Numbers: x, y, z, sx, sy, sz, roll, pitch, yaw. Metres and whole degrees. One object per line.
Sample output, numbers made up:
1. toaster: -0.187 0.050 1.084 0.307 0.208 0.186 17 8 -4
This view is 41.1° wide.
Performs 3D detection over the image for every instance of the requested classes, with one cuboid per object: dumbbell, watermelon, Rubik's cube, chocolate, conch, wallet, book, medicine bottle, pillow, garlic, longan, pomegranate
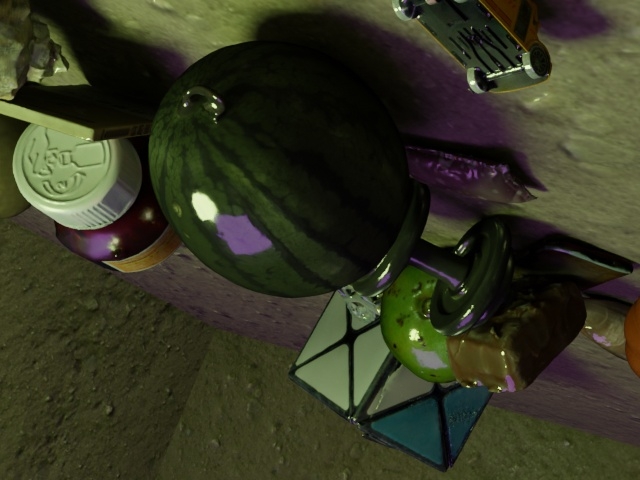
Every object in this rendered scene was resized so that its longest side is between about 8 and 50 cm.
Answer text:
1. dumbbell: 0.161 0.024 1.252 0.290 0.192 0.192 26 165 -12
2. watermelon: -0.048 -0.082 0.981 0.279 0.279 0.359 10 164 37
3. Rubik's cube: 0.171 0.263 1.803 0.305 0.307 0.310 33 176 -30
4. chocolate: 0.296 0.137 1.319 0.148 0.214 0.093 -2 116 52
5. conch: -0.444 -0.287 1.048 0.291 0.159 0.210 33 178 -22
6. wallet: 0.375 0.046 1.356 0.137 0.031 0.255 23 165 -3
7. book: -0.326 -0.186 1.209 0.217 0.021 0.310 18 -164 15
8. medicine bottle: -0.358 -0.076 1.429 0.242 0.242 0.395 20 175 4
9. pillow: 0.179 -0.086 1.115 0.185 0.043 0.118 12 166 33
10. garlic: 0.515 0.156 1.470 0.195 0.087 0.101 26 179 -31
11. longan: -0.559 -0.164 1.507 0.215 0.246 0.246 23 168 21
12. pomegranate: 0.239 0.134 1.529 0.236 0.236 0.302 12 -177 32

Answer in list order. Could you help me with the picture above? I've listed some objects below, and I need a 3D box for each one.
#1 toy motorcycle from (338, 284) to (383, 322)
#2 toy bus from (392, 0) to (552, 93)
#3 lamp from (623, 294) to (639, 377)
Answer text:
1. toy motorcycle: 0.090 0.066 1.629 0.130 0.094 0.229 12 130 39
2. toy bus: 0.132 -0.192 0.722 0.069 0.074 0.162 -6 148 47
3. lamp: 0.526 0.141 1.158 0.223 0.196 0.223 25 132 30
